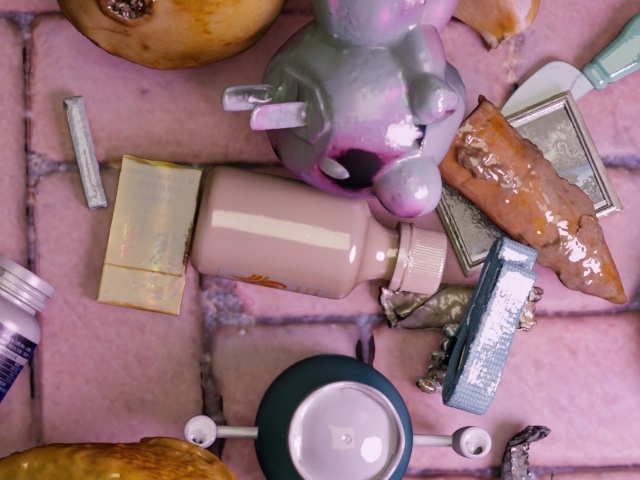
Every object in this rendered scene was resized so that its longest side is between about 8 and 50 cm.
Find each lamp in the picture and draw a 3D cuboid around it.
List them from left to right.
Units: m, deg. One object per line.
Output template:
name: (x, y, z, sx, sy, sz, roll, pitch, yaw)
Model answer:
lamp: (0.032, -0.182, 1.393, 0.247, 0.247, 0.301, -10, 120, -35)

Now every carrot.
carrot: (0.222, -0.027, 1.505, 0.102, 0.102, 0.263, -44, 94, -8)

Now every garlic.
garlic: (0.120, -0.298, 1.534, 0.245, 0.145, 0.164, 18, 113, -1)

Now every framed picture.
framed picture: (0.209, -0.061, 1.549, 0.183, 0.011, 0.142, -23, 88, -1)

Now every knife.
knife: (0.267, -0.168, 1.571, 0.260, 0.034, 0.063, -33, 89, -5)

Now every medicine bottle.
medicine bottle: (-0.345, 0.108, 1.441, 0.107, 0.107, 0.191, 31, 82, -1)
medicine bottle: (0.000, 0.000, 1.483, 0.252, 0.114, 0.114, 11, 83, -4)

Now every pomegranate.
pomegranate: (-0.144, -0.295, 1.445, 0.260, 0.260, 0.260, 1, 83, -5)

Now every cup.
cup: (0.017, 0.193, 1.432, 0.300, 0.173, 0.167, 3, 84, -5)

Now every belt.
belt: (0.166, 0.085, 1.481, 0.065, 0.100, 0.179, 22, 89, -12)

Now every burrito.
burrito: (0.146, 0.069, 1.526, 0.171, 0.042, 0.051, 1, 89, -8)

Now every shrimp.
shrimp: (0.222, 0.278, 1.507, 0.082, 0.076, 0.174, 1, 76, -46)

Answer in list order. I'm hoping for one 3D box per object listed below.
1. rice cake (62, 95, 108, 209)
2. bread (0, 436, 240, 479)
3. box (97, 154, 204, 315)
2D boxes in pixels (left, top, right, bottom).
rice cake: (-0.243, -0.091, 1.518, 0.022, 0.021, 0.121, -13, 87, -11)
bread: (-0.208, 0.356, 1.327, 0.337, 0.204, 0.358, -19, 70, 21)
box: (-0.175, -0.005, 1.513, 0.089, 0.022, 0.156, 11, 82, -3)
